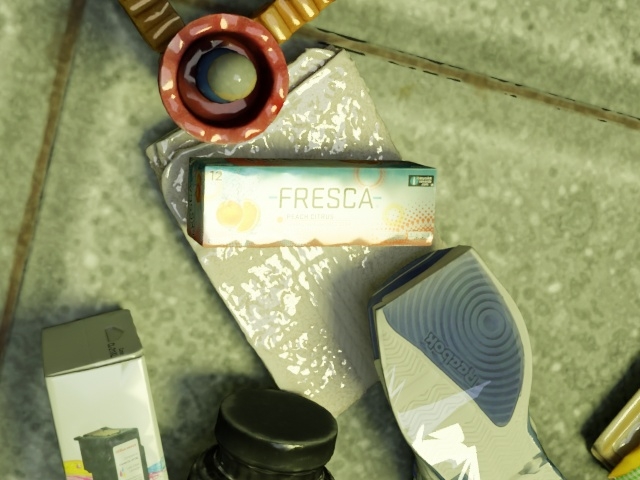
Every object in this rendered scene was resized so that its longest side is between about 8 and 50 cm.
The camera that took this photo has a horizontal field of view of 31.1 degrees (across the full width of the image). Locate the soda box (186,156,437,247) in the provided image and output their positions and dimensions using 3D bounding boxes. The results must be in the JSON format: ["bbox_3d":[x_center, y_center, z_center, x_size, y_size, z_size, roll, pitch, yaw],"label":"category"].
[{"bbox_3d":[-0.007,-0.029,0.867,0.183,0.058,0.063,0,100,-19],"label":"soda box"}]

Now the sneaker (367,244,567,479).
[{"bbox_3d":[0.115,0.168,0.946,0.127,0.182,0.315,-28,96,-16],"label":"sneaker"}]

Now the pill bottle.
[{"bbox_3d":[-0.053,0.236,0.913,0.123,0.123,0.219,6,107,-19],"label":"pill bottle"}]

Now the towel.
[{"bbox_3d":[0.000,0.000,0.932,0.187,0.049,0.282,-33,110,-8],"label":"towel"}]

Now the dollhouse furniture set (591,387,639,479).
[{"bbox_3d":[0.407,0.143,1.005,0.197,0.151,0.301,40,89,3],"label":"dollhouse furniture set"}]

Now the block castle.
[{"bbox_3d":[0.014,-0.307,0.763,0.453,0.213,0.303,-37,108,-5],"label":"block castle"}]

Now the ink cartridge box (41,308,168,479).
[{"bbox_3d":[-0.159,0.155,0.872,0.072,0.127,0.175,-12,104,-12],"label":"ink cartridge box"}]
